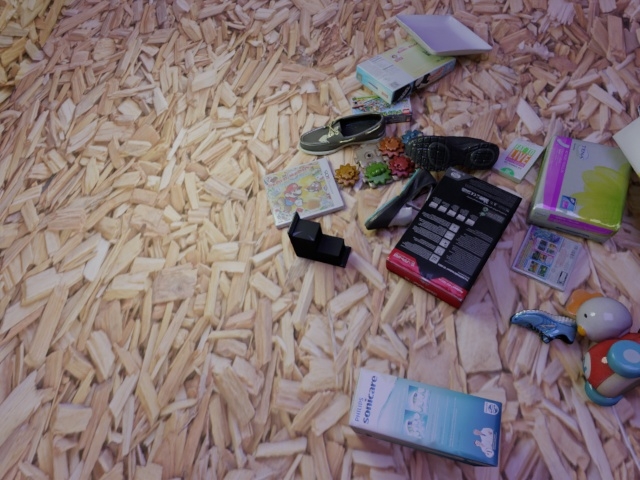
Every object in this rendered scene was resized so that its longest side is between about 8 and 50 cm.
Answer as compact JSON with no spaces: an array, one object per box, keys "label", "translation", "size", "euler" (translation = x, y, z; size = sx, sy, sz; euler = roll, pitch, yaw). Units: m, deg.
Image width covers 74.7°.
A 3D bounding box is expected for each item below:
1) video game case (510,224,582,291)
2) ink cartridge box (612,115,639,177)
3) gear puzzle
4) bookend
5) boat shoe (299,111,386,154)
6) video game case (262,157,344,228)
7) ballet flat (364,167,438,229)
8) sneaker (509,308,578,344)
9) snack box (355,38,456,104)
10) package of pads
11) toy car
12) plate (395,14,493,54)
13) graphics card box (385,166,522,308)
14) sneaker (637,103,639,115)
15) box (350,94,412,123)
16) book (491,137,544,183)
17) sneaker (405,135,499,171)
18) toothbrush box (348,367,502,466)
[{"label":"video game case","translation":[0.632,0.047,1.174],"size":[0.143,0.019,0.157],"euler":[26,70,20]},{"label":"ink cartridge box","translation":[0.987,-0.152,1.084],"size":[0.279,0.160,0.384],"euler":[7,58,-28]},{"label":"gear puzzle","translation":[0.202,-0.266,1.370],"size":[0.339,0.044,0.175],"euler":[-18,67,-3]},{"label":"bookend","translation":[0.000,0.000,1.206],"size":[0.156,0.157,0.072],"euler":[13,66,15]},{"label":"boat shoe","translation":[0.071,-0.369,1.424],"size":[0.305,0.091,0.109],"euler":[-10,63,2]},{"label":"video game case","translation":[-0.060,-0.158,1.370],"size":[0.227,0.026,0.206],"euler":[-17,62,-1]},{"label":"ballet flat","translation":[0.257,-0.110,1.268],"size":[0.096,0.095,0.280],"euler":[42,75,12]},{"label":"sneaker","translation":[0.568,0.222,1.067],"size":[0.162,0.063,0.073],"euler":[11,68,13]},{"label":"snack box","translation":[0.308,-0.620,1.512],"size":[0.322,0.060,0.187],"euler":[-33,63,-21]},{"label":"package of pads","translation":[0.754,-0.155,1.215],"size":[0.229,0.101,0.296],"euler":[18,67,17]},{"label":"toy car","translation":[0.667,0.221,0.983],"size":[0.210,0.219,0.238],"euler":[-25,49,-5]},{"label":"plate","translation":[0.448,-0.755,1.555],"size":[0.278,0.045,0.277],"euler":[-13,54,-23]},{"label":"graphics card box","translation":[0.380,-0.017,1.199],"size":[0.233,0.094,0.370],"euler":[29,71,21]},{"label":"sneaker","translation":[1.071,-0.407,1.335],"size":[0.067,0.042,0.118],"euler":[-25,55,-10]},{"label":"box","translation":[0.214,-0.465,1.486],"size":[0.207,0.036,0.114],"euler":[-5,62,5]},{"label":"book","translation":[0.623,-0.253,1.326],"size":[0.096,0.035,0.144],"euler":[34,73,26]},{"label":"sneaker","translation":[0.401,-0.281,1.318],"size":[0.287,0.109,0.130],"euler":[5,28,-8]},{"label":"toothbrush box","translation":[0.222,0.398,0.936],"size":[0.296,0.216,0.126],"euler":[9,64,13]}]
